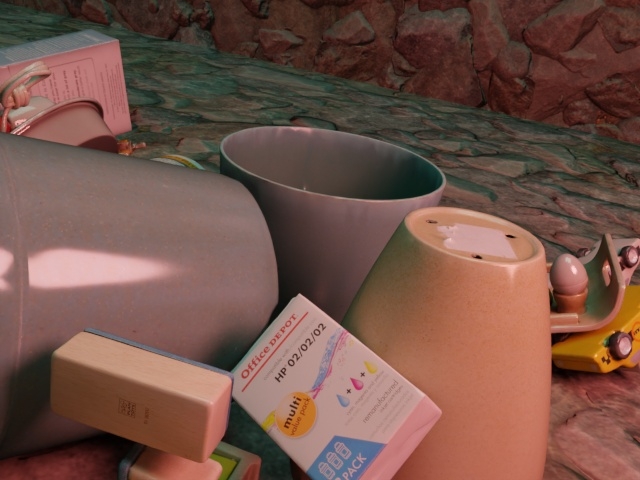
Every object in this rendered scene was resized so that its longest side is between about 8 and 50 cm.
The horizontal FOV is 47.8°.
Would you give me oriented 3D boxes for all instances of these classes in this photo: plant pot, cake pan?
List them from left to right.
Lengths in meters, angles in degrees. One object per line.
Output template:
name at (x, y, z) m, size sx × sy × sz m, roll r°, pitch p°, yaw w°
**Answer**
cake pan at (-0.379, -0.063, 0.960) m, size 0.054 × 0.293 × 0.293 m, roll 42°, pitch 26°, yaw -1°
plant pot at (-0.244, 0.049, 0.687) m, size 0.334 × 0.341 × 0.341 m, roll 1°, pitch 23°, yaw -39°
plant pot at (0.000, 0.000, 0.972) m, size 0.293 × 0.235 × 0.293 m, roll 8°, pitch 24°, yaw -3°
plant pot at (0.117, 0.117, 0.696) m, size 0.257 × 0.274 × 0.256 m, roll 9°, pitch 23°, yaw -4°

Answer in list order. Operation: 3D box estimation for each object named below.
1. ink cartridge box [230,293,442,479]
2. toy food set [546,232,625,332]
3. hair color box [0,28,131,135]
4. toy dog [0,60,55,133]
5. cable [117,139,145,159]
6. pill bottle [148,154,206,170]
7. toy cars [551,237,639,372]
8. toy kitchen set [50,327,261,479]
ink cartridge box at (-0.005, 0.120, 0.598) m, size 0.181 × 0.104 × 0.061 m, roll 36°, pitch -7°, yaw 34°
toy food set at (0.272, 0.049, 1.059) m, size 0.306 × 0.092 × 0.219 m, roll -4°, pitch 19°, yaw 17°
hair color box at (-0.541, -0.244, 1.299) m, size 0.374 × 0.185 × 0.114 m, roll -27°, pitch 41°, yaw -36°
toy dog at (-0.504, -0.105, 1.106) m, size 0.334 × 0.161 × 0.220 m, roll -44°, pitch 10°, yaw -28°
cable at (-0.490, -0.154, 1.408) m, size 0.287 × 0.072 × 0.139 m, roll -3°, pitch 40°, yaw 2°
pill bottle at (-0.270, -0.018, 1.001) m, size 0.162 × 0.162 × 0.278 m, roll 18°, pitch 24°, yaw 19°
toy cars at (0.426, 0.104, 1.080) m, size 0.177 × 0.087 × 0.393 m, roll -20°, pitch 13°, yaw 19°
toy kitchen set at (-0.121, 0.157, 0.592) m, size 0.122 × 0.207 × 0.166 m, roll 15°, pitch 23°, yaw 11°
